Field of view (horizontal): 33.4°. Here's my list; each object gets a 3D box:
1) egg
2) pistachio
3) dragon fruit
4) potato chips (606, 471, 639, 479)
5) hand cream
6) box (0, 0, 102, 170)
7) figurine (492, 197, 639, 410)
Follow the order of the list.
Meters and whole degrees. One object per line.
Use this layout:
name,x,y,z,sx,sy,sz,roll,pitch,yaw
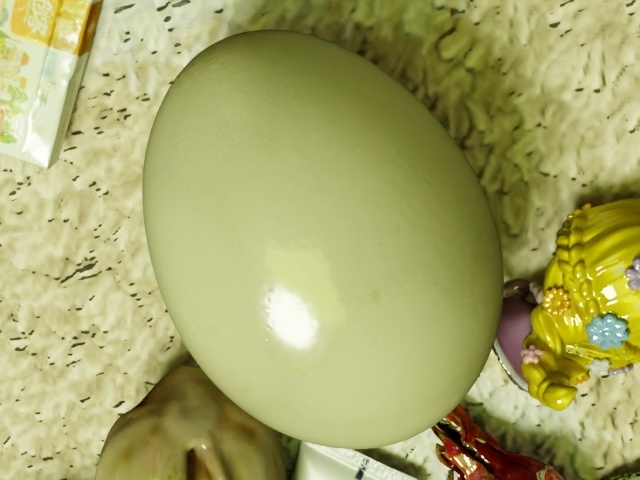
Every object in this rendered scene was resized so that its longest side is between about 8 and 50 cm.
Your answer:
egg,0.000,0.000,0.590,0.186,0.186,0.242,-25,97,22
pistachio,-0.088,0.190,0.735,0.129,0.131,0.206,-5,110,-10
dragon fruit,0.115,0.166,0.705,0.094,0.094,0.191,-31,94,24
potato chips,0.287,0.209,0.721,0.209,0.026,0.142,0,113,10
hand cream,-0.017,0.266,0.802,0.095,0.059,0.276,25,114,4
box,-0.252,-0.136,0.648,0.220,0.032,0.122,20,110,-3
figurine,0.172,0.035,0.611,0.156,0.115,0.095,-32,115,22
